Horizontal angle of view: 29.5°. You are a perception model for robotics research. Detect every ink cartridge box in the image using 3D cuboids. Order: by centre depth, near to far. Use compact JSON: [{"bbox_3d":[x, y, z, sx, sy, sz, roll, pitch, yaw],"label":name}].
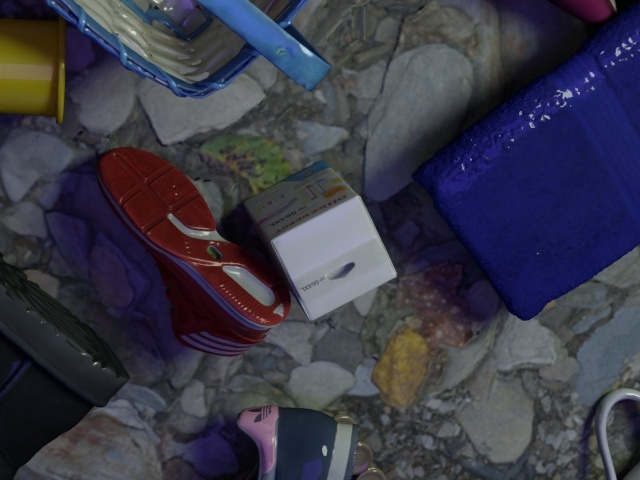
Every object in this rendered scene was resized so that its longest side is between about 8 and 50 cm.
[{"bbox_3d":[0.000,0.000,1.118,0.092,0.143,0.089,-29,113,-5],"label":"ink cartridge box"}]

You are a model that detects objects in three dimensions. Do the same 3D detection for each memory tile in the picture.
[{"bbox_3d":[-0.010,0.256,1.270,0.148,0.012,0.113,-31,113,-5],"label":"memory tile"}]

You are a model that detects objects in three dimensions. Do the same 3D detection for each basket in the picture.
[{"bbox_3d":[-0.118,-0.232,0.929,0.255,0.289,0.201,38,104,-26],"label":"basket"}]

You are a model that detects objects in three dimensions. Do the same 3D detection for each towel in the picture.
[{"bbox_3d":[0.260,-0.084,1.180,0.308,0.076,0.227,-37,122,2],"label":"towel"}]

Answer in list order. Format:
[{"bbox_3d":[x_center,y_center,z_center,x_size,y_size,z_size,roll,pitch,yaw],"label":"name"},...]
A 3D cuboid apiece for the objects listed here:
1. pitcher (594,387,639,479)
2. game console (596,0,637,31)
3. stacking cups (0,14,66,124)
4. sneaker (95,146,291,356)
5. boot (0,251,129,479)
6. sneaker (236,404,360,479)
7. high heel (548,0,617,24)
[{"bbox_3d":[0.361,0.278,1.333,0.178,0.125,0.207,22,90,0],"label":"pitcher"},{"bbox_3d":[0.328,-0.267,1.194,0.107,0.071,0.122,-24,117,-39],"label":"game console"},{"bbox_3d":[-0.370,-0.145,0.997,0.316,0.096,0.096,0,108,-15],"label":"stacking cups"},{"bbox_3d":[-0.139,0.025,1.121,0.221,0.087,0.128,47,136,7],"label":"sneaker"},{"bbox_3d":[-0.443,0.170,1.038,0.445,0.146,0.367,-45,114,-1],"label":"boot"},{"bbox_3d":[-0.067,0.309,1.221,0.131,0.112,0.318,19,99,-3],"label":"sneaker"},{"bbox_3d":[0.102,-0.287,1.091,0.181,0.127,0.377,-39,115,23],"label":"high heel"}]
